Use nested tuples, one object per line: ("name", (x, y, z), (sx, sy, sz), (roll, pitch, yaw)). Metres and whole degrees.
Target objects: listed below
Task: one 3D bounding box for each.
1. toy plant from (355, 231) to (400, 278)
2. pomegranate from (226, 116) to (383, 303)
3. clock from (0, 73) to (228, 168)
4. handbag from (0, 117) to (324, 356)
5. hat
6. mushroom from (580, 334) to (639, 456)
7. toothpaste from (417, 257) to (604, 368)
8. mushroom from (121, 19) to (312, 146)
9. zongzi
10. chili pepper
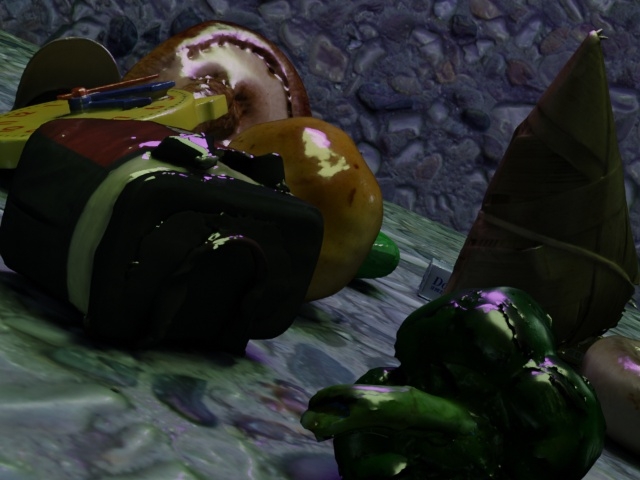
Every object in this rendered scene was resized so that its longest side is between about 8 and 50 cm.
("toy plant", (0.004, 0.002, 1.494), (0.240, 0.088, 0.154), (12, -4, -2))
("pomegranate", (-0.035, -0.040, 1.160), (0.233, 0.233, 0.233), (23, 8, -3))
("clock", (-0.288, -0.153, 1.214), (0.293, 0.071, 0.277), (-3, 18, 17))
("handbag", (-0.123, -0.009, 0.846), (0.181, 0.181, 0.254), (27, 11, 37))
("hat", (-0.345, -0.214, 1.408), (0.166, 0.173, 0.144), (22, 18, -12))
("mushroom", (0.425, 0.159, 1.178), (0.207, 0.215, 0.207), (21, 16, -6))
("toothpaste", (0.317, 0.119, 1.658), (0.313, 0.071, 0.089), (24, 10, 4))
("mushroom", (-0.158, -0.191, 1.574), (0.345, 0.345, 0.259), (21, -17, -19))
("zongzi", (0.418, -0.065, 1.460), (0.218, 0.467, 0.500), (33, 24, 27))
("chili pepper", (0.091, 0.126, 0.641), (0.165, 0.174, 0.261), (53, 18, 19))
